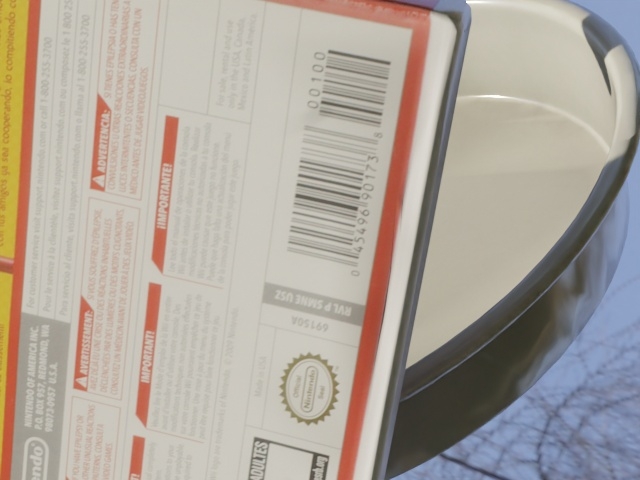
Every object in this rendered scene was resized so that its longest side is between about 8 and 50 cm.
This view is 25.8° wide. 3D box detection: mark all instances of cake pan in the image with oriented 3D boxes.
[{"bbox_3d":[0.000,0.000,0.584,0.293,0.293,0.054,-40,-58,-15],"label":"cake pan"}]

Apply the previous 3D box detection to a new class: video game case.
[{"bbox_3d":[-0.112,0.001,0.423,0.285,0.025,0.204,13,-68,9],"label":"video game case"}]
